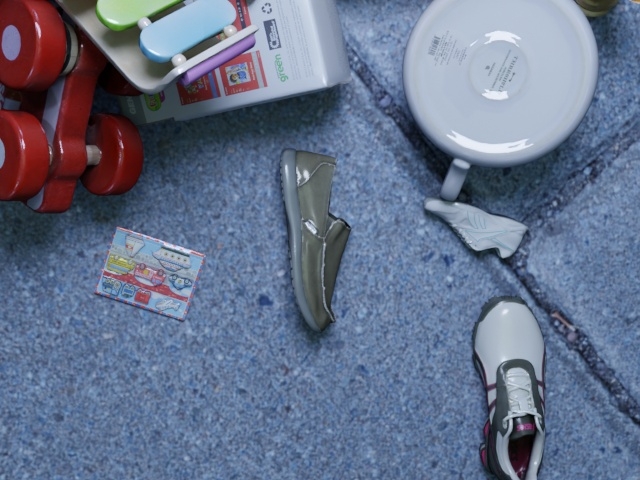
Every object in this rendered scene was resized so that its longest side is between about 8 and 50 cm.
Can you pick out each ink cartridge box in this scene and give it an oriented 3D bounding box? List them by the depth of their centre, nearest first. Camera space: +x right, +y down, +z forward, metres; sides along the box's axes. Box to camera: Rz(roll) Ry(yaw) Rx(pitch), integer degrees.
[{"bbox_3d":[-0.133,-0.314,1.113,0.272,0.130,0.309,-9,100,18],"label":"ink cartridge box"}]

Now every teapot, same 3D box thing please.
[{"bbox_3d":[0.224,-0.209,1.156,0.256,0.187,0.252,-23,94,13],"label":"teapot"}]

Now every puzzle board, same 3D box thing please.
[{"bbox_3d":[-0.231,0.045,1.237,0.128,0.011,0.096,19,97,-9],"label":"puzzle board"}]

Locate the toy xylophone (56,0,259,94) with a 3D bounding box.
[{"bbox_3d":[-0.192,-0.297,0.945,0.323,0.081,0.236,41,57,0],"label":"toy xylophone"}]

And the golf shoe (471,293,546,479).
[{"bbox_3d":[0.275,0.212,1.261,0.105,0.120,0.273,-6,98,-3],"label":"golf shoe"}]

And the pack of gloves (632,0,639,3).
[{"bbox_3d":[0.290,-0.377,1.120,0.195,0.232,0.046,8,129,-12],"label":"pack of gloves"}]

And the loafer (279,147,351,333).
[{"bbox_3d":[0.000,0.000,1.211,0.087,0.094,0.251,-7,99,0],"label":"loafer"}]

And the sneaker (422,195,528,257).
[{"bbox_3d":[0.208,-0.019,1.250,0.152,0.054,0.061,20,99,-9],"label":"sneaker"}]

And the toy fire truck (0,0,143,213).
[{"bbox_3d":[-0.337,-0.188,1.071,0.254,0.169,0.302,28,112,34],"label":"toy fire truck"}]

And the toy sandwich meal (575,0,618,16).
[{"bbox_3d":[0.370,-0.343,1.229,0.085,0.029,0.085,0,94,-4],"label":"toy sandwich meal"}]
